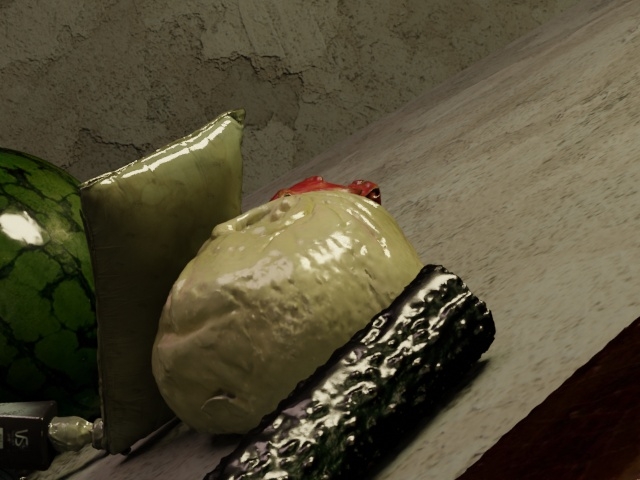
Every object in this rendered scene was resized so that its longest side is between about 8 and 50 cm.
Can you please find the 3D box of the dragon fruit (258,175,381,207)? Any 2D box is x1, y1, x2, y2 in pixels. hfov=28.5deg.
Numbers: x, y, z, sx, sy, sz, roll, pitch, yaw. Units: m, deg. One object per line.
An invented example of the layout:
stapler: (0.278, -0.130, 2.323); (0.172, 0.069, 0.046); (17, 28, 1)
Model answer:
dragon fruit: (0.000, 0.000, 1.291); (0.136, 0.133, 0.166); (28, 49, 30)

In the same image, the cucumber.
cucumber: (0.004, 0.112, 0.742); (0.300, 0.072, 0.072); (-38, 10, -39)

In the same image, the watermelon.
watermelon: (-0.368, 0.070, 1.403); (0.363, 0.363, 0.363); (-31, 8, 5)

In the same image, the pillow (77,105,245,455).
pillow: (-0.131, 0.043, 1.118); (0.075, 0.302, 0.185); (28, 43, 30)

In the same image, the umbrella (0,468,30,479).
umbrella: (-0.337, 0.257, 1.207); (0.053, 0.052, 0.250); (-38, 6, 22)

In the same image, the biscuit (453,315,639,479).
biscuit: (0.097, 0.104, 0.437); (0.252, 0.070, 0.106); (-35, 8, -29)

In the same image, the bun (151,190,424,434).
bun: (-0.037, 0.048, 1.024); (0.244, 0.153, 0.244); (-34, 4, 3)

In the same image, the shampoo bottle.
shampoo bottle: (-0.300, 0.188, 1.228); (0.208, 0.057, 0.063); (0, 14, 5)
